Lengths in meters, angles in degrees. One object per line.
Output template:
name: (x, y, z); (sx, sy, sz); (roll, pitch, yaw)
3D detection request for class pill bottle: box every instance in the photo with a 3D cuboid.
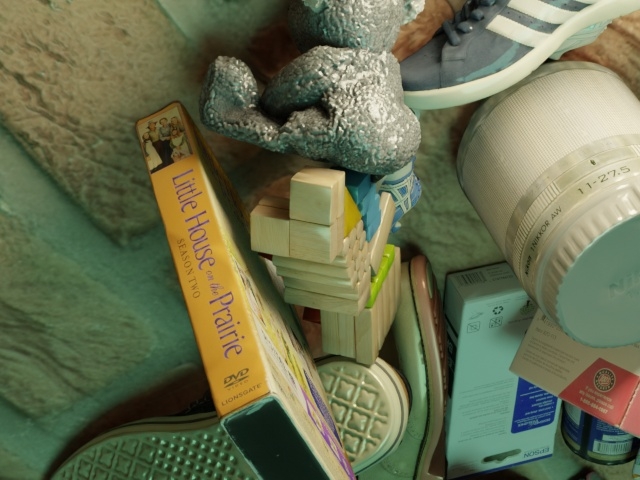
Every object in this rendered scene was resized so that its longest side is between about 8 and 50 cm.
pill bottle: (0.384, 0.183, 2.055); (0.123, 0.123, 0.219); (-13, 134, -13)

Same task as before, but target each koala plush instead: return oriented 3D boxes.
koala plush: (0.023, -0.189, 1.538); (0.196, 0.203, 0.221); (6, 101, -47)

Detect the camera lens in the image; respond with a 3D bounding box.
camera lens: (0.288, -0.046, 1.701); (0.219, 0.274, 0.219); (-13, 134, -14)

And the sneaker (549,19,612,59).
sneaker: (0.293, -0.249, 1.685); (0.152, 0.053, 0.061); (-28, 142, 13)

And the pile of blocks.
pile of blocks: (0.000, 0.000, 1.628); (0.113, 0.149, 0.362); (11, 157, 17)

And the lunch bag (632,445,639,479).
lunch bag: (0.517, 0.197, 2.053); (0.243, 0.115, 0.303); (-24, 131, -51)

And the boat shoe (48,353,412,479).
boat shoe: (-0.106, 0.262, 1.854); (0.500, 0.186, 0.156); (-26, 174, 20)

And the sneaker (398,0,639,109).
sneaker: (0.207, -0.267, 1.591); (0.350, 0.131, 0.148); (-30, 119, 5)

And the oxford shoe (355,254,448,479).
oxford shoe: (0.083, 0.194, 1.927); (0.147, 0.140, 0.397); (2, 121, 5)

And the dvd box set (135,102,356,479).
dvd box set: (-0.065, 0.097, 1.572); (0.062, 0.420, 0.307); (-25, 136, 3)

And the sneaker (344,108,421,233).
sneaker: (0.071, -0.080, 1.724); (0.081, 0.080, 0.211); (-7, 142, -27)

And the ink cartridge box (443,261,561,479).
ink cartridge box: (0.234, 0.166, 2.016); (0.165, 0.065, 0.332); (-11, 131, -16)

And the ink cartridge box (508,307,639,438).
ink cartridge box: (0.375, 0.074, 1.825); (0.117, 0.207, 0.283); (25, 91, -34)

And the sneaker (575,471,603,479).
sneaker: (0.399, 0.378, 2.299); (0.057, 0.047, 0.119); (-22, 136, 23)
